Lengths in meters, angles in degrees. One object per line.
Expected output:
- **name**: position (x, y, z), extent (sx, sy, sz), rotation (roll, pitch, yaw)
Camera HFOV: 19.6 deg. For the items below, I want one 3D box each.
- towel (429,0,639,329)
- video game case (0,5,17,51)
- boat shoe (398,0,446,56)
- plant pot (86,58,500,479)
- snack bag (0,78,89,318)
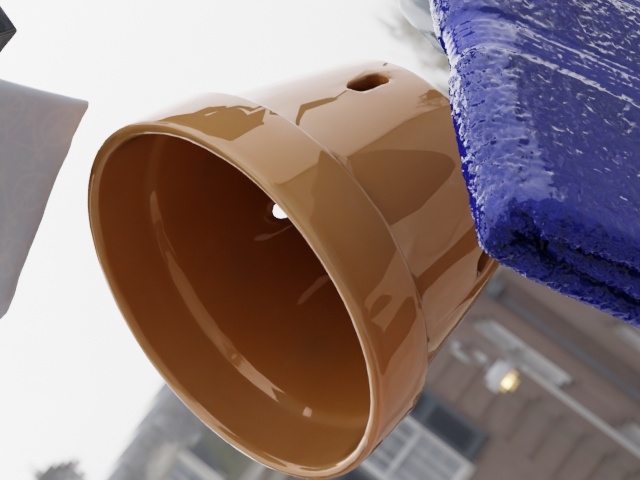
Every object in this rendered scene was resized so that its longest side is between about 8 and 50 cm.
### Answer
- **towel**: position (0.171, -0.063, 1.170), extent (0.076, 0.227, 0.308), rotation (-56, 25, 34)
- **video game case**: position (-0.394, -0.202, 1.520), extent (0.248, 0.275, 0.035), rotation (-42, -9, 38)
- **boat shoe**: position (0.167, -0.305, 2.401), extent (0.084, 0.095, 0.258), rotation (-67, -15, -6)
- **plant pot**: position (0.000, 0.000, 1.357), extent (0.203, 0.291, 0.291), rotation (-35, -27, -34)
- **snack bag**: position (-0.324, 0.033, 1.239), extent (0.323, 0.037, 0.342), rotation (13, -77, -54)
